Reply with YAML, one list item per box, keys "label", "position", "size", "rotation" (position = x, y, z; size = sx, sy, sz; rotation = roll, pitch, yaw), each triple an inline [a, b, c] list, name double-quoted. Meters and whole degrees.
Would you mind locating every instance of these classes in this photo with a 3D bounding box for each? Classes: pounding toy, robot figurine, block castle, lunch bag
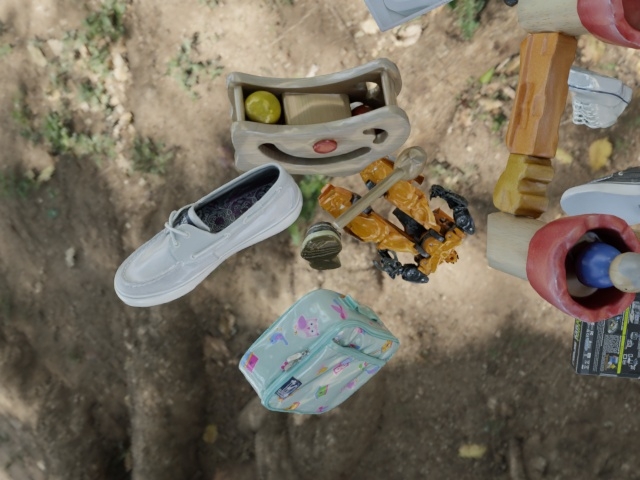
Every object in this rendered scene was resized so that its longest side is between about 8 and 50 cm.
- label: "pounding toy"
  position: [0.023, -0.112, 1.024]
  size: [0.154, 0.269, 0.155]
  rotation: [132, 135, -58]
- label: "robot figurine"
  position: [0.151, -0.047, 1.659]
  size: [0.291, 0.085, 0.211]
  rotation: [35, 108, -21]
- label: "block castle"
  position: [0.388, -0.072, 0.764]
  size: [0.213, 0.452, 0.303]
  rotation: [-154, 73, -69]
- label: "lunch bag"
  position: [0.007, 0.193, 1.495]
  size: [0.224, 0.279, 0.108]
  rotation: [-41, 63, 11]

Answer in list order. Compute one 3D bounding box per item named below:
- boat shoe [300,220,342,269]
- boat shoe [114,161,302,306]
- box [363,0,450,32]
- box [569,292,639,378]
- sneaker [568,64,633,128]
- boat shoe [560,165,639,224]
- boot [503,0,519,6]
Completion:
- label: "boat shoe"
  position: [0.001, 0.000, 1.655]
  size: [0.080, 0.074, 0.223]
  rotation: [-8, 163, 3]
- label: "boat shoe"
  position: [-0.102, -0.008, 0.760]
  size: [0.063, 0.184, 0.066]
  rotation: [65, 179, -56]
- label: "box"
  position: [0.146, -0.403, 1.045]
  size: [0.231, 0.262, 0.127]
  rotation: [-21, 130, 21]
- label: "box"
  position: [0.643, 0.149, 1.814]
  size: [0.216, 0.060, 0.270]
  rotation: [4, 100, 1]
- label: "sneaker"
  position: [0.469, -0.238, 1.502]
  size: [0.094, 0.258, 0.091]
  rotation: [27, 105, 34]
- label: "boat shoe"
  position: [0.472, -0.078, 1.293]
  size: [0.228, 0.076, 0.080]
  rotation: [-7, 133, 39]
- label: "boot"
  position: [0.508, -0.552, 1.886]
  size: [0.260, 0.348, 0.131]
  rotation: [-5, 139, 22]
